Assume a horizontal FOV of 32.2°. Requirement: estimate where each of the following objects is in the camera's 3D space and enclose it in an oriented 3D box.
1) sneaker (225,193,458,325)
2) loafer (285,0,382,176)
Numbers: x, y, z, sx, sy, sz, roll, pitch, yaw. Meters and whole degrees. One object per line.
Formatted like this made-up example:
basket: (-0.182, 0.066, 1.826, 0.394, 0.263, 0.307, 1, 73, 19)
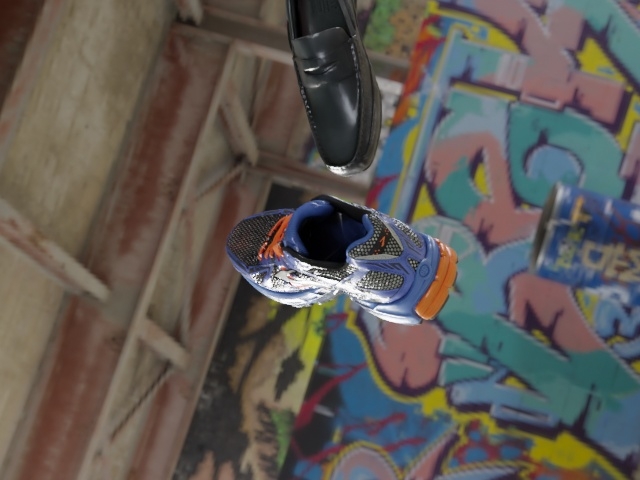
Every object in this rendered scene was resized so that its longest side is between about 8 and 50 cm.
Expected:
sneaker: (0.000, 0.000, 0.809, 0.087, 0.221, 0.083, 39, -112, -35)
loafer: (0.004, -0.169, 1.003, 0.078, 0.076, 0.223, 4, -104, -60)
